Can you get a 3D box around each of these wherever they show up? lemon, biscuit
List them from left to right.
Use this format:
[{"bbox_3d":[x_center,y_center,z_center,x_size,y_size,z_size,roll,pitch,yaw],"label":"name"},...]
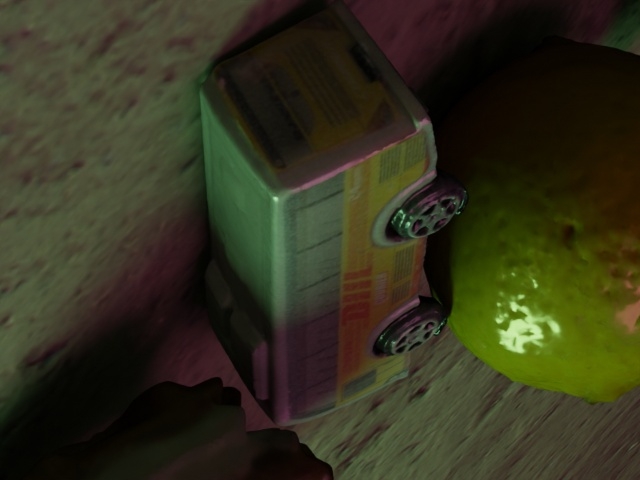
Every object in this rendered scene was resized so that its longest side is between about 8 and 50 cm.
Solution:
[{"bbox_3d":[-0.115,0.206,1.001,0.268,0.115,0.366,-35,160,-9],"label":"biscuit"},{"bbox_3d":[0.138,-0.015,0.968,0.178,0.203,0.178,-6,165,-2],"label":"lemon"}]

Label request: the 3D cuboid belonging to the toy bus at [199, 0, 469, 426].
[{"bbox_3d":[0.000,0.000,0.884,0.106,0.092,0.268,-27,155,-15],"label":"toy bus"}]
